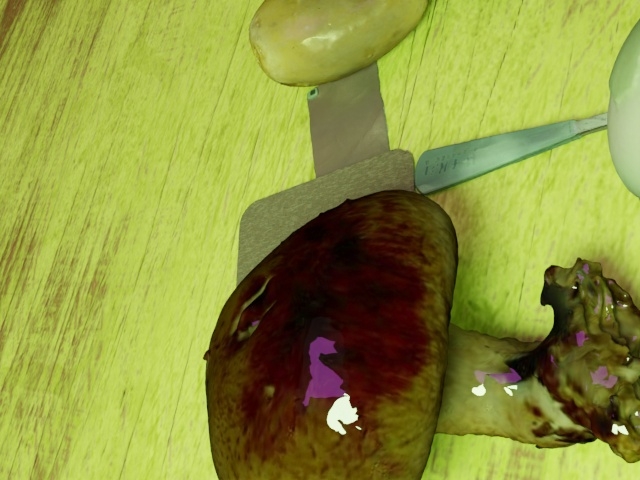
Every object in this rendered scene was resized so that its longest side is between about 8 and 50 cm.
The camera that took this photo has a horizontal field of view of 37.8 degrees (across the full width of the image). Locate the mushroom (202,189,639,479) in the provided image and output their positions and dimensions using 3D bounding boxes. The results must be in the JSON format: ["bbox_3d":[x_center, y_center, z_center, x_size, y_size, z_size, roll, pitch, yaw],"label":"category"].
[{"bbox_3d":[0.074,0.112,0.861,0.334,0.356,0.331,114,150,-52],"label":"mushroom"}]

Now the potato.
[{"bbox_3d":[0.023,-0.276,1.145,0.233,0.146,0.150,-24,83,8],"label":"potato"}]

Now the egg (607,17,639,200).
[{"bbox_3d":[0.330,-0.119,0.766,0.183,0.183,0.217,44,117,45],"label":"egg"}]

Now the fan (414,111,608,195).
[{"bbox_3d":[0.217,-0.096,0.963,0.282,0.023,0.057,-12,59,38],"label":"fan"}]

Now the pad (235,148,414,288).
[{"bbox_3d":[0.000,0.000,1.108,0.266,0.002,0.176,-18,59,33],"label":"pad"}]

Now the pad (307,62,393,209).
[{"bbox_3d":[0.032,-0.137,1.154,0.113,0.006,0.188,-25,54,29],"label":"pad"}]
